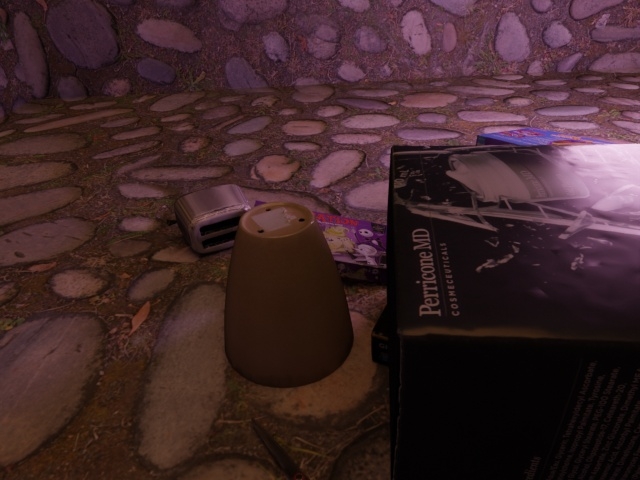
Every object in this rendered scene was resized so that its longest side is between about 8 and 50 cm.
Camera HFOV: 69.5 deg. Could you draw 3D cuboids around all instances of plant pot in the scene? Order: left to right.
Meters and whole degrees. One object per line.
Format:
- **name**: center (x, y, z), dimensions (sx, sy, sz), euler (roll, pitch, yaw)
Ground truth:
- **plant pot**: center (-0.069, 0.077, 0.848), dimensions (0.257, 0.274, 0.256), euler (-3, 33, 2)

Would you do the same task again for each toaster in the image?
- **toaster**: center (-0.283, -0.056, 1.212), dimensions (0.227, 0.129, 0.146), euler (-17, 37, -23)

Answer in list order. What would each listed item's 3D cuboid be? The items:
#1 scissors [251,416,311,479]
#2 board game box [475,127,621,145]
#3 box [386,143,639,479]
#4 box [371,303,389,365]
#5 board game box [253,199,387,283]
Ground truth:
- **scissors**: center (-0.011, 0.350, 0.653), dimensions (0.109, 0.021, 0.297), euler (-17, 34, -17)
- **board game box**: center (0.609, -0.213, 1.182), dimensions (0.233, 0.078, 0.347), euler (-13, 28, -27)
- **box**: center (0.335, 0.079, 0.663), dimensions (0.472, 0.297, 0.480), euler (0, 33, 7)
- **box**: center (0.288, 0.163, 0.868), dimensions (0.322, 0.079, 0.257), euler (14, 38, 24)
- **board game box**: center (0.000, 0.000, 1.101), dimensions (0.347, 0.056, 0.208), euler (10, 28, -7)
